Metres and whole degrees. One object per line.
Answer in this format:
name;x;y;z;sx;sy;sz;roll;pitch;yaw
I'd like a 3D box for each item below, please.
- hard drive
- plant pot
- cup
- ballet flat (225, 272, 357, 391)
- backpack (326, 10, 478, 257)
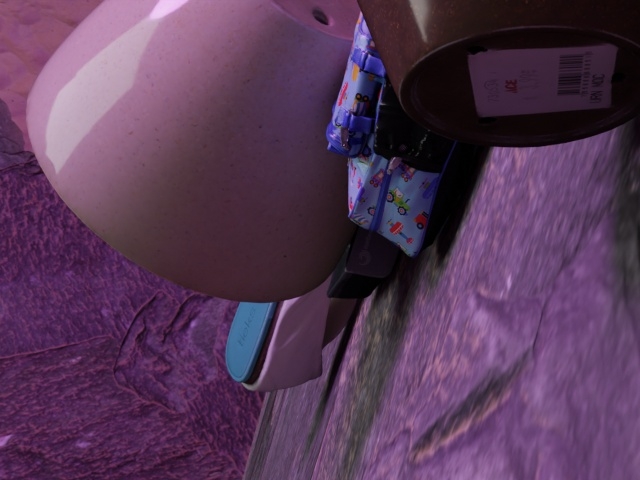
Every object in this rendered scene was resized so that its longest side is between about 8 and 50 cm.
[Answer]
hard drive;0.071;-0.068;1.414;0.172;0.054;0.255;119;168;-76
plant pot;0.087;-0.167;0.603;0.215;0.215;0.231;114;158;-66
cup;-0.064;-0.146;1.237;0.237;0.331;0.331;-54;14;34
ballet flat;0.000;0.000;1.598;0.139;0.139;0.400;-80;7;-66
backpack;0.064;-0.083;1.081;0.158;0.116;0.173;-77;3;-63
